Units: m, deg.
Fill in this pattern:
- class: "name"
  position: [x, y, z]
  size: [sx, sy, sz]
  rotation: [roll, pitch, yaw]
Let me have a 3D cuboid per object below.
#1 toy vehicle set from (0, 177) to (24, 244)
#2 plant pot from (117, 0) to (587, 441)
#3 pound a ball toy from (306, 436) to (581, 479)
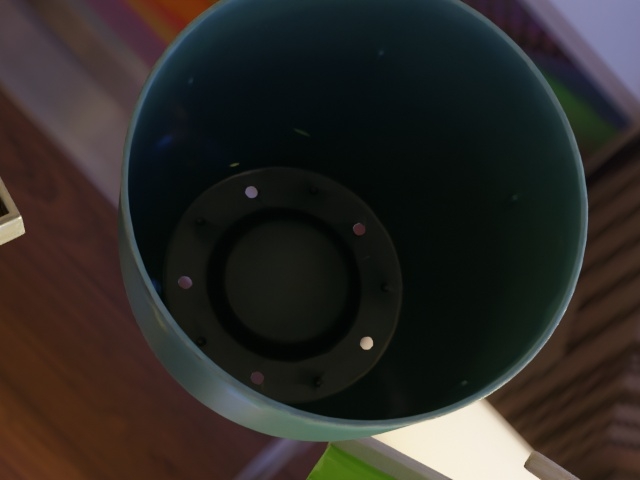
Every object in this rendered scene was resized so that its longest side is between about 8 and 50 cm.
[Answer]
- class: "toy vehicle set"
  position: [-0.402, -0.082, 1.778]
  size: [0.166, 0.267, 0.035]
  rotation: [-27, 156, -13]
- class: "plant pot"
  position: [0.000, 0.000, 1.290]
  size: [0.293, 0.293, 0.235]
  rotation: [-48, 179, -20]
- class: "pound a ball toy"
  position: [0.129, 0.259, 1.437]
  size: [0.208, 0.319, 0.135]
  rotation: [-52, 165, -46]
